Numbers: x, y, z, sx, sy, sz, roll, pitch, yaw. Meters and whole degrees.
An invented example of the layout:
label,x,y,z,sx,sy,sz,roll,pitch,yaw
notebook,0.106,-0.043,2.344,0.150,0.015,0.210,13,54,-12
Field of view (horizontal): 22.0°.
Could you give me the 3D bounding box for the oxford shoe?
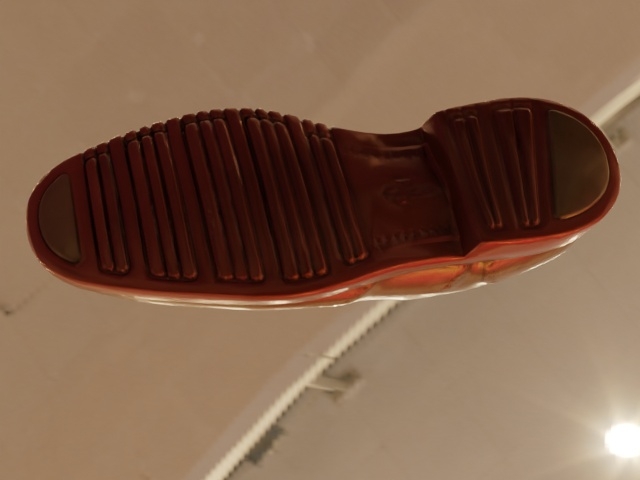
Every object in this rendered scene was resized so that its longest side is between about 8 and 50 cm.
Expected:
label,x,y,z,sx,sy,sz,roll,pitch,yaw
oxford shoe,0.000,0.000,0.981,0.348,0.130,0.123,-3,-115,-13
